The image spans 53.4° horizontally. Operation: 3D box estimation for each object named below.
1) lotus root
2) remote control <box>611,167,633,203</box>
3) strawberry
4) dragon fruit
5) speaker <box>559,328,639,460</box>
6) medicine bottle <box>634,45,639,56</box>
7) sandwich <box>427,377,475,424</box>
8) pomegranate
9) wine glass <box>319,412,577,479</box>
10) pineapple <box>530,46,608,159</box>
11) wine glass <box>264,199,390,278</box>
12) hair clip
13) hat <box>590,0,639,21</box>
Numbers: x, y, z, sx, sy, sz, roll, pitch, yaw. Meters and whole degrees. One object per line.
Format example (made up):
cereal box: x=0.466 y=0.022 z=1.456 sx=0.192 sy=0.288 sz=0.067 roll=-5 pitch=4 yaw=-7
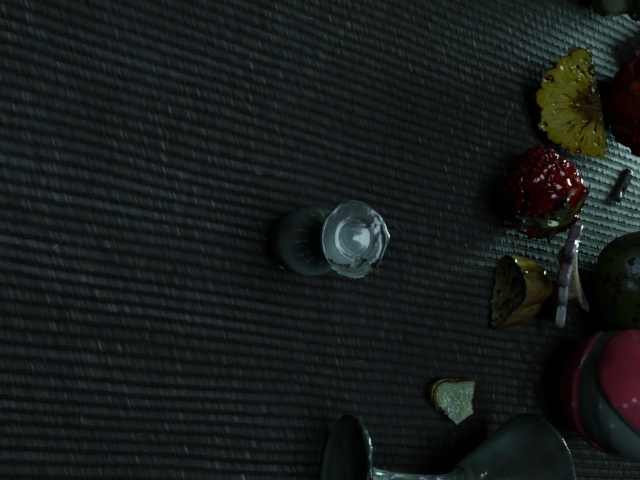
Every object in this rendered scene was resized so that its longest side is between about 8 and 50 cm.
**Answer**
lotus root: x=0.433 y=0.109 z=1.349 sx=0.135 sy=0.095 sz=0.159 roll=-4 pitch=96 yaw=-30
remote control: x=0.738 y=-0.134 z=1.546 sx=0.034 sy=0.016 sz=0.091 roll=37 pitch=73 yaw=-16
strawberry: x=0.457 y=-0.107 z=1.329 sx=0.187 sy=0.184 sz=0.201 roll=12 pitch=59 yaw=-27
dragon fruit: x=0.788 y=-0.330 z=1.465 sx=0.244 sy=0.244 sz=0.298 roll=29 pitch=84 yaw=-23
speaker: x=0.664 y=0.322 z=1.334 sx=0.294 sy=0.294 sz=0.294 roll=1 pitch=88 yaw=-26
medicine bottle: x=0.901 y=-0.455 z=1.616 sx=0.201 sy=0.052 sz=0.171 roll=-35 pitch=104 yaw=-24
sandwich: x=0.263 y=0.323 z=1.287 sx=0.105 sy=0.036 sz=0.093 roll=9 pitch=86 yaw=-25
pomegranate: x=0.751 y=0.107 z=1.447 sx=0.291 sy=0.323 sz=0.290 roll=1 pitch=98 yaw=5
wine glass: x=0.221 y=0.438 z=1.152 sx=0.406 sy=0.267 sz=0.267 roll=10 pitch=84 yaw=-22
pineapple: x=0.548 y=-0.309 z=1.425 sx=0.164 sy=0.140 sz=0.249 roll=-69 pitch=141 yaw=-56
wine glass: x=0.000 y=0.000 z=1.052 sx=0.127 sy=0.241 sz=0.126 roll=1 pitch=87 yaw=-27
hair clip: x=0.529 y=0.082 z=1.351 sx=0.146 sy=0.075 sz=0.257 roll=-53 pitch=139 yaw=-36
hat: x=0.681 y=-0.577 z=1.469 sx=0.110 sy=0.252 sz=0.252 roll=-26 pitch=103 yaw=18
